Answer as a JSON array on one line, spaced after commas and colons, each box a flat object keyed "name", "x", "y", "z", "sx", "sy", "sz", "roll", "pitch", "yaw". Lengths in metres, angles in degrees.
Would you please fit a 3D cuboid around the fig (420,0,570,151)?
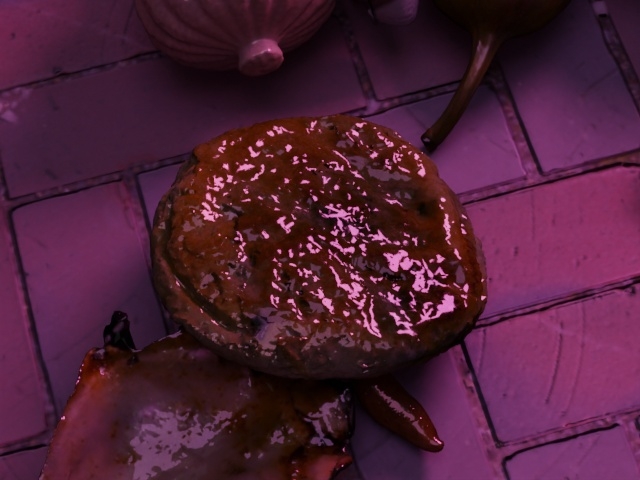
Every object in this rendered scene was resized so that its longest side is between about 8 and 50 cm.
[{"name": "fig", "x": 0.140, "y": -0.194, "z": 1.442, "sx": 0.149, "sy": 0.149, "sz": 0.245, "roll": 15, "pitch": 77, "yaw": 10}]

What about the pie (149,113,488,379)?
[{"name": "pie", "x": 0.000, "y": 0.000, "z": 1.332, "sx": 0.277, "sy": 0.078, "sz": 0.277, "roll": 9, "pitch": 45, "yaw": -9}]

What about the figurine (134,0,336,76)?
[{"name": "figurine", "x": -0.091, "y": -0.284, "z": 1.489, "sx": 0.185, "sy": 0.204, "sz": 0.332, "roll": -22, "pitch": 36, "yaw": 2}]

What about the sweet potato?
[{"name": "sweet potato", "x": 0.037, "y": 0.103, "z": 1.334, "sx": 0.044, "sy": 0.044, "sz": 0.179, "roll": -34, "pitch": 67, "yaw": -14}]

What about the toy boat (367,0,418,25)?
[{"name": "toy boat", "x": 0.042, "y": -0.302, "z": 1.432, "sx": 0.085, "sy": 0.227, "sz": 0.155, "roll": -21, "pitch": 25, "yaw": -2}]

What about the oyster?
[{"name": "oyster", "x": -0.113, "y": 0.227, "z": 1.245, "sx": 0.221, "sy": 0.096, "sz": 0.361, "roll": 15, "pitch": 63, "yaw": 14}]
